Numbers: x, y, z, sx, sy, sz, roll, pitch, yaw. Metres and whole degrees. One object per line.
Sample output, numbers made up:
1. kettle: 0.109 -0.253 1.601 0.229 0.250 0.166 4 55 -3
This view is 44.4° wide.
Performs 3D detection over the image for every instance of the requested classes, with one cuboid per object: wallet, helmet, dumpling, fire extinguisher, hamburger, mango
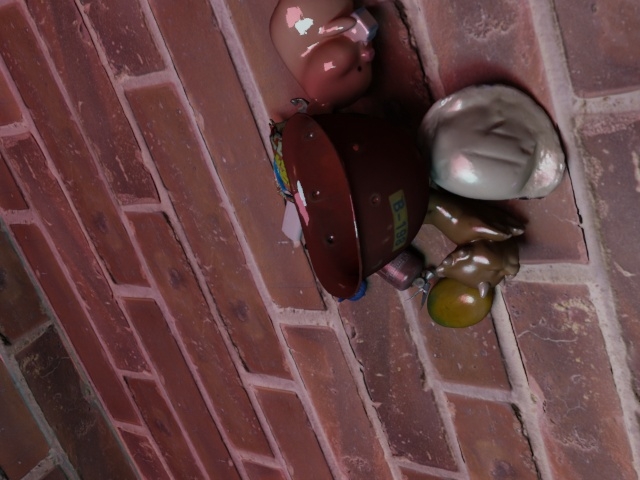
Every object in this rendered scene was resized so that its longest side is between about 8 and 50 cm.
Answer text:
1. wallet: -0.069 -0.057 2.014 0.061 0.025 0.122 37 138 23
2. helmet: 0.092 -0.091 1.533 0.337 0.230 0.385 47 152 51
3. dumpling: 0.327 -0.190 1.510 0.175 0.243 0.227 -124 42 -60
4. fire extinguisher: 0.155 0.045 1.842 0.269 0.105 0.105 38 137 12
5. hamburger: -0.003 -0.189 1.791 0.276 0.150 0.261 -19 90 65
6. mango: 0.313 0.142 1.795 0.130 0.092 0.195 42 147 5

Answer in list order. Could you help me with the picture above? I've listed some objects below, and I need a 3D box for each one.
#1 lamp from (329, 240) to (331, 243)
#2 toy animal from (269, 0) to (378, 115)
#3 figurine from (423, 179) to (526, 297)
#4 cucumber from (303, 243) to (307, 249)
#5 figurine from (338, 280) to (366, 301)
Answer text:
1. lamp: 0.097 -0.024 1.749 0.121 0.214 0.121 28 142 25
2. toy animal: 0.019 -0.401 1.580 0.213 0.195 0.256 -31 95 40
3. figurine: 0.298 0.004 1.635 0.247 0.177 0.173 28 117 7
4. cucumber: 0.000 0.000 1.990 0.037 0.037 0.155 53 139 -4
5. figurine: 0.063 0.092 1.993 0.077 0.079 0.136 -44 65 52
